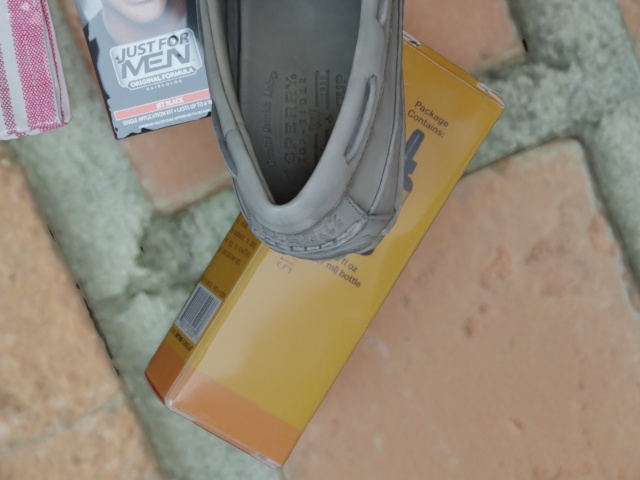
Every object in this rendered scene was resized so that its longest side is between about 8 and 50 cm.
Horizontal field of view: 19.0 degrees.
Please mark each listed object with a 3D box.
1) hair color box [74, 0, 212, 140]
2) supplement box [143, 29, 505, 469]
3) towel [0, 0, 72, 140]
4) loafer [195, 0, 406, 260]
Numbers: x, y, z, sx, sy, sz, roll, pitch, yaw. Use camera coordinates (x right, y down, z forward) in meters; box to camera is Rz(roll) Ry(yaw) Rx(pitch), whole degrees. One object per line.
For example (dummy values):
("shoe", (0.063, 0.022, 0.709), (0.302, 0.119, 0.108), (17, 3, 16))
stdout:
("hair color box", (-0.090, -0.130, 0.988), (0.072, 0.043, 0.141), (-13, 102, 13))
("supplement box", (0.000, 0.000, 1.027), (0.078, 0.080, 0.233), (32, 91, -18))
("towel", (-0.236, -0.107, 0.974), (0.197, 0.029, 0.144), (-13, 101, -12))
("loafer", (-0.008, -0.151, 0.944), (0.112, 0.111, 0.319), (-8, 79, 13))
